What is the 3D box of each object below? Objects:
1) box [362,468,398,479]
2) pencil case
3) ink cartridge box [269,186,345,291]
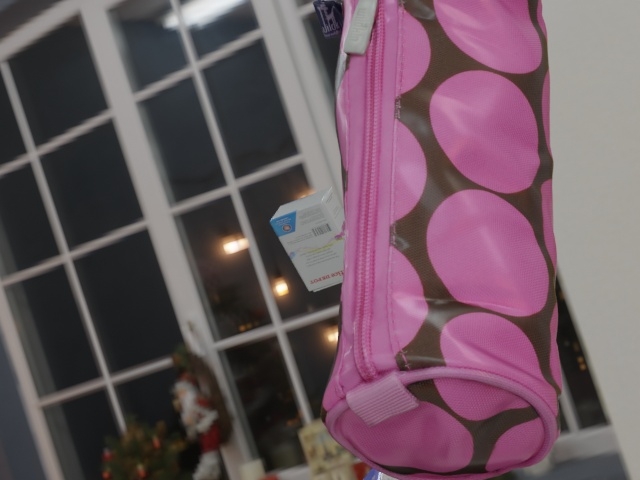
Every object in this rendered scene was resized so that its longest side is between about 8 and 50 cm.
[{"bbox_3d":[0.060,0.156,0.552,0.028,0.136,0.081,-49,8,22],"label":"box"},{"bbox_3d":[0.043,-0.017,0.468,0.095,0.209,0.098,-14,-31,24],"label":"pencil case"},{"bbox_3d":[0.000,0.000,1.678,0.088,0.122,0.052,-19,20,26],"label":"ink cartridge box"}]
